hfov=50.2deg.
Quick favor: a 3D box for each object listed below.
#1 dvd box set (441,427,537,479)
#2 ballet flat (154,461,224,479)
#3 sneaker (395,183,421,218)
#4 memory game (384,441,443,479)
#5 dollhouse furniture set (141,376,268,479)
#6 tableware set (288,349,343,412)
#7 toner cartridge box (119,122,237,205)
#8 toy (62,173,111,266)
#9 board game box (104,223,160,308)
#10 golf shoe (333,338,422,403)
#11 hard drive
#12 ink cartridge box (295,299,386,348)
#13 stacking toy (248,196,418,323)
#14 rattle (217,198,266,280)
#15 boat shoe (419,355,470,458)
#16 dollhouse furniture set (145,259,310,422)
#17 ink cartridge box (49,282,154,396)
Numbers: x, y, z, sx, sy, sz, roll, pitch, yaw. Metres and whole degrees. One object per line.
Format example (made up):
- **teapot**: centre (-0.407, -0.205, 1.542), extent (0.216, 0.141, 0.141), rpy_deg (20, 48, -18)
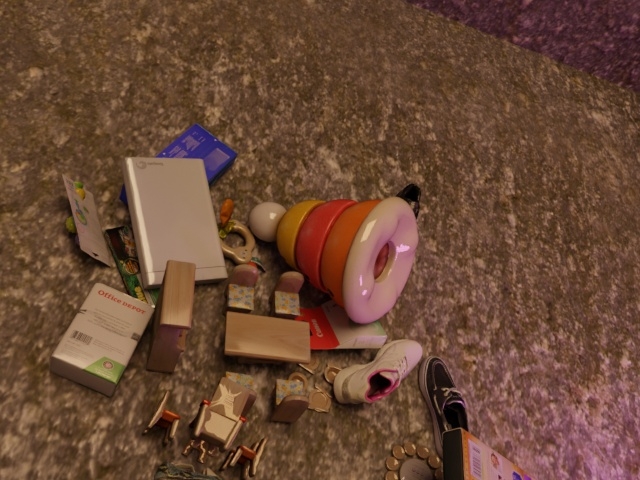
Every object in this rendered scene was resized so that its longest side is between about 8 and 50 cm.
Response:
- **dvd box set**: centre (0.438, 0.680, 1.667), extent (0.420, 0.062, 0.308), rpy_deg (38, 41, -34)
- **ballet flat**: centre (-0.281, 0.541, 1.549), extent (0.188, 0.070, 0.070), rpy_deg (20, 51, -16)
- **sneaker**: centre (0.260, -0.071, 2.199), extent (0.107, 0.124, 0.283), rpy_deg (22, 51, -9)
- **memory game**: centre (0.249, 0.617, 1.778), extent (0.186, 0.012, 0.186), rpy_deg (13, 53, -18)
- **dollhouse furniture set**: centre (-0.239, 0.411, 1.531), extent (0.262, 0.259, 0.135), rpy_deg (27, 59, -8)
- **tableware set**: centre (-0.015, 0.369, 1.823), extent (0.141, 0.020, 0.169), rpy_deg (31, 49, -3)
- **toner cartridge box**: centre (-0.408, -0.190, 1.997), extent (0.165, 0.075, 0.348), rpy_deg (38, 50, 1)
- **toy**: centre (-0.626, -0.045, 1.783), extent (0.056, 0.137, 0.237), rpy_deg (-24, 64, 8)
- **board game box**: centre (-0.467, 0.069, 1.816), extent (0.136, 0.030, 0.260), rpy_deg (-12, 63, -34)
- **golf shoe**: centre (0.183, 0.359, 1.834), extent (0.306, 0.140, 0.115), rpy_deg (-25, 104, -33)
- **hard drive**: centre (-0.392, -0.053, 1.838), extent (0.233, 0.047, 0.353), rpy_deg (-3, 73, -38)
- **ink cartridge box**: centre (0.048, 0.225, 1.891), extent (0.224, 0.056, 0.181), rpy_deg (5, 30, -23)
- **stacking toy**: centre (0.000, 0.000, 1.911), extent (0.479, 0.351, 0.350), rpy_deg (19, 42, 30)
- **rattle**: centre (-0.211, -0.001, 1.921), extent (0.130, 0.143, 0.200), rpy_deg (-6, 52, -50)
- **boat shoe**: centre (0.352, 0.450, 1.886), extent (0.108, 0.102, 0.301), rpy_deg (9, 54, -20)
- **dollhouse furniture set**: centre (-0.205, 0.213, 1.675), extent (0.394, 0.256, 0.362), rpy_deg (10, 52, -16)
- **ink cartridge box**: centre (-0.517, 0.234, 1.630), extent (0.160, 0.093, 0.219), rpy_deg (26, 50, -7)
